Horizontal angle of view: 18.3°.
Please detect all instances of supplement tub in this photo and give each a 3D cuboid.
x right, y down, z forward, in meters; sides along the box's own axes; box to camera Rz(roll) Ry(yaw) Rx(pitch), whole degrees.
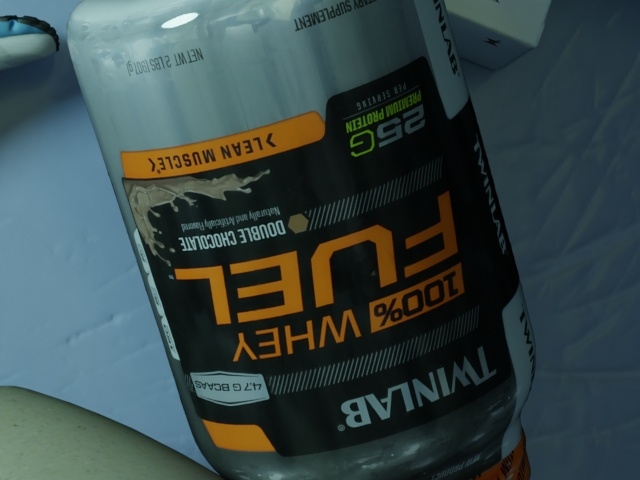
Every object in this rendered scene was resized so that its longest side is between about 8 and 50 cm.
[{"bbox_3d":[0.000,0.000,1.122,0.207,0.207,0.338,-21,106,-12],"label":"supplement tub"}]

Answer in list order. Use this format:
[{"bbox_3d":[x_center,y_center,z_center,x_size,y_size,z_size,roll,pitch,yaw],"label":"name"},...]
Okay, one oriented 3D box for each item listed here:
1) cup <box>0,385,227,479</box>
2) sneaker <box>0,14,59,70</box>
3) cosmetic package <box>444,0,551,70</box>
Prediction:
[{"bbox_3d":[-0.156,0.218,1.065,0.331,0.331,0.237,-33,65,-12],"label":"cup"},{"bbox_3d":[-0.244,-0.082,1.187,0.190,0.071,0.083,-16,94,-4],"label":"sneaker"},{"bbox_3d":[-0.003,-0.308,1.235,0.377,0.097,0.284,22,79,-8],"label":"cosmetic package"}]
